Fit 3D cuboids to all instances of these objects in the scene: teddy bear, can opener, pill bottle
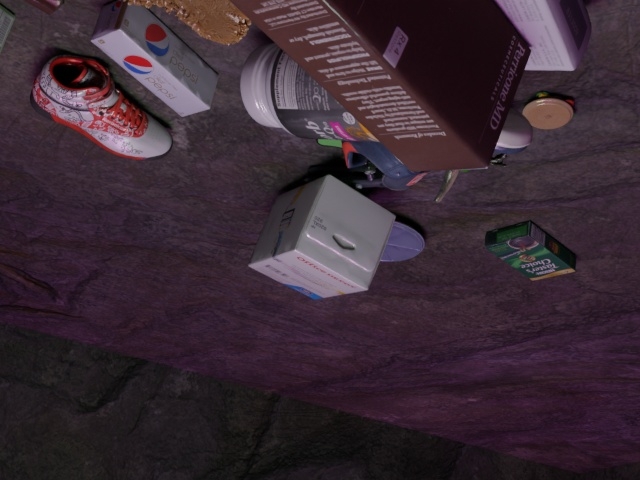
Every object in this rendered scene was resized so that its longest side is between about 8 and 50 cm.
[{"bbox_3d":[-0.231,-0.398,1.123,0.338,0.113,0.245,19,146,-2],"label":"teddy bear"},{"bbox_3d":[0.055,-0.120,1.603,0.186,0.059,0.073,0,138,21],"label":"can opener"},{"bbox_3d":[0.020,-0.228,1.233,0.278,0.162,0.162,9,160,44],"label":"pill bottle"}]

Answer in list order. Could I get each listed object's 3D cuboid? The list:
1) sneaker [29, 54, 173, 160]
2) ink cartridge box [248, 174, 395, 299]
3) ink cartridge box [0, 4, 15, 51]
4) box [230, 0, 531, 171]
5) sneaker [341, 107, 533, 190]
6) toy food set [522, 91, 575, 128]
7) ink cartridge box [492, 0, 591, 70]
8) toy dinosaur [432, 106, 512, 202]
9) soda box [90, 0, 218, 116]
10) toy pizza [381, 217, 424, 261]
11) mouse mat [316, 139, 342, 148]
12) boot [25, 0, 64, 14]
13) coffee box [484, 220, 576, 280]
[{"bbox_3d":[-0.374,-0.234,1.491,0.270,0.090,0.145,23,153,-20],"label":"sneaker"},{"bbox_3d":[0.000,0.000,1.643,0.171,0.168,0.232,29,160,-21],"label":"ink cartridge box"},{"bbox_3d":[-0.616,-0.287,1.377,0.235,0.171,0.056,-11,147,36],"label":"ink cartridge box"},{"bbox_3d":[0.081,-0.259,1.000,0.143,0.191,0.381,4,155,46],"label":"box"},{"bbox_3d":[0.169,-0.144,1.298,0.131,0.148,0.350,-16,-156,-40],"label":"sneaker"},{"bbox_3d":[0.371,-0.209,1.361,0.083,0.020,0.082,17,153,-14],"label":"toy food set"},{"bbox_3d":[0.134,-0.355,1.123,0.385,0.091,0.308,12,160,37],"label":"ink cartridge box"},{"bbox_3d":[0.251,-0.174,1.383,0.118,0.064,0.268,4,129,9],"label":"toy dinosaur"},{"bbox_3d":[-0.262,-0.293,1.351,0.069,0.074,0.216,-9,148,34],"label":"soda box"},{"bbox_3d":[0.128,-0.009,1.833,0.201,0.032,0.201,8,155,4],"label":"toy pizza"},{"bbox_3d":[0.084,-0.200,1.494,0.189,0.007,0.153,9,154,5],"label":"mouse mat"},{"bbox_3d":[-0.464,-0.377,1.304,0.114,0.037,0.106,21,154,-32],"label":"boot"},{"bbox_3d":[0.448,0.025,1.778,0.113,0.040,0.184,-17,143,42],"label":"coffee box"}]
